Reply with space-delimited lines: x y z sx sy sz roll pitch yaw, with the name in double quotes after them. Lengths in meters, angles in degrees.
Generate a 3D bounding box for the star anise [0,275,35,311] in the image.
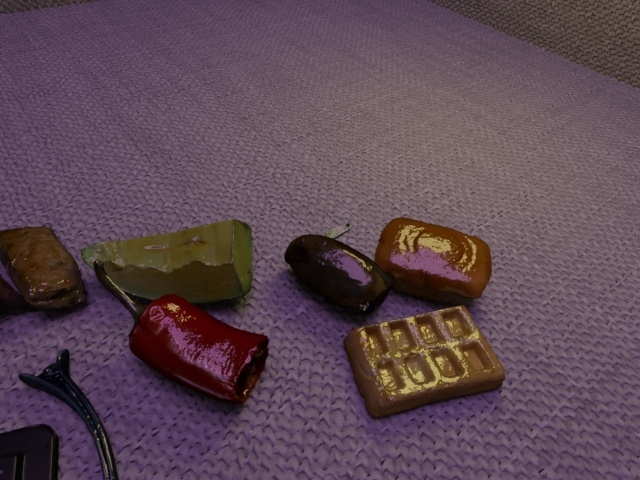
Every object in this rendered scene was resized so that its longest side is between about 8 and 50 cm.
-0.689 0.074 0.806 0.350 0.108 0.292 28 10 19 "star anise"

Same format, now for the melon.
-0.306 0.040 0.947 0.324 0.124 0.196 -4 44 -3 "melon"

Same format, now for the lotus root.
0.034 0.064 0.956 0.241 0.124 0.123 32 70 22 "lotus root"

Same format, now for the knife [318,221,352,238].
0.000 0.000 1.098 0.207 0.014 0.030 -28 54 -32 "knife"

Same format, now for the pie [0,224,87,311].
-0.575 0.040 0.943 0.129 0.068 0.282 -13 37 -42 "pie"

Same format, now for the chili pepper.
-0.263 0.167 0.815 0.339 0.131 0.134 22 72 10 "chili pepper"

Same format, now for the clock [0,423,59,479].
-0.503 0.404 0.606 0.274 0.049 0.278 -11 48 -18 "clock"

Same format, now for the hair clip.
-0.384 0.289 0.739 0.275 0.048 0.083 38 48 27 "hair clip"

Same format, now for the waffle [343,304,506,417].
0.195 0.220 0.865 0.274 0.057 0.168 -8 47 -15 "waffle"

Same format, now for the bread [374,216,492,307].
0.241 0.047 1.002 0.246 0.121 0.174 20 45 10 "bread"
